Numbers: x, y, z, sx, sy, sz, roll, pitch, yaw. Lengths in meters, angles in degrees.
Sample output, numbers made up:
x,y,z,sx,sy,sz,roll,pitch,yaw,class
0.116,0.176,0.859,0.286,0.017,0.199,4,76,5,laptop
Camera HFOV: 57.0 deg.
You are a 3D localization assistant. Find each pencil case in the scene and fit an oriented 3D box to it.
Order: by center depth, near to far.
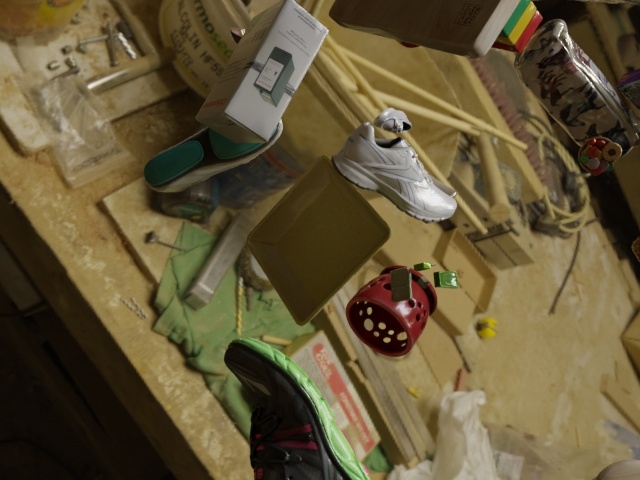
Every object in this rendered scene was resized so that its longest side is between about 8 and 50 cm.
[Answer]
x,y,z,sx,sy,sz,roll,pitch,yaw,class
0.683,-0.387,1.550,0.410,0.184,0.159,41,67,-18,pencil case

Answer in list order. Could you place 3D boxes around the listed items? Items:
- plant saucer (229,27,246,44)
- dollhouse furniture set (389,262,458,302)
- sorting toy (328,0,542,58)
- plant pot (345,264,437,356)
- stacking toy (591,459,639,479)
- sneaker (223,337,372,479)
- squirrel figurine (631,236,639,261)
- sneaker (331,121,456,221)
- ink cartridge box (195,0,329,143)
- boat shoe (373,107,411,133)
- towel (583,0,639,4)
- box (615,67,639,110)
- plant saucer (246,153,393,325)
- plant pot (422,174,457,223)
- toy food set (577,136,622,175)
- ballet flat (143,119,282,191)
x,y,z,sx,sy,sz,roll,pitch,yaw,class
-0.160,-0.516,1.547,0.169,0.029,0.168,17,25,-8,plant saucer
0.223,0.091,1.297,0.059,0.152,0.076,6,75,-38,dollhouse furniture set
0.170,-0.326,0.667,0.089,0.255,0.257,27,97,-41,sorting toy
0.184,0.165,1.478,0.191,0.191,0.174,54,53,-14,plant pot
0.477,0.460,0.983,0.330,0.141,0.141,79,18,-62,stacking toy
-0.069,0.408,1.199,0.202,0.185,0.482,-29,73,-21,sneaker
0.961,0.020,1.391,0.397,0.281,0.370,51,33,-4,squirrel figurine
0.173,-0.138,1.239,0.297,0.129,0.111,26,20,-18,sneaker
-0.136,-0.366,1.316,0.122,0.211,0.289,32,83,-28,ink cartridge box
0.217,-0.344,1.742,0.063,0.066,0.184,49,23,14,boat shoe
0.561,-0.536,1.276,0.209,0.285,0.034,-14,119,-50,towel
0.968,-0.398,1.553,0.201,0.293,0.057,37,77,-15,box
0.000,0.000,1.515,0.081,0.333,0.332,25,23,-52,plant saucer
0.324,-0.113,1.764,0.109,0.109,0.096,36,44,19,plant pot
0.612,-0.186,1.299,0.083,0.082,0.020,28,15,1,toy food set
-0.267,-0.228,1.532,0.139,0.401,0.139,-22,90,-76,ballet flat
